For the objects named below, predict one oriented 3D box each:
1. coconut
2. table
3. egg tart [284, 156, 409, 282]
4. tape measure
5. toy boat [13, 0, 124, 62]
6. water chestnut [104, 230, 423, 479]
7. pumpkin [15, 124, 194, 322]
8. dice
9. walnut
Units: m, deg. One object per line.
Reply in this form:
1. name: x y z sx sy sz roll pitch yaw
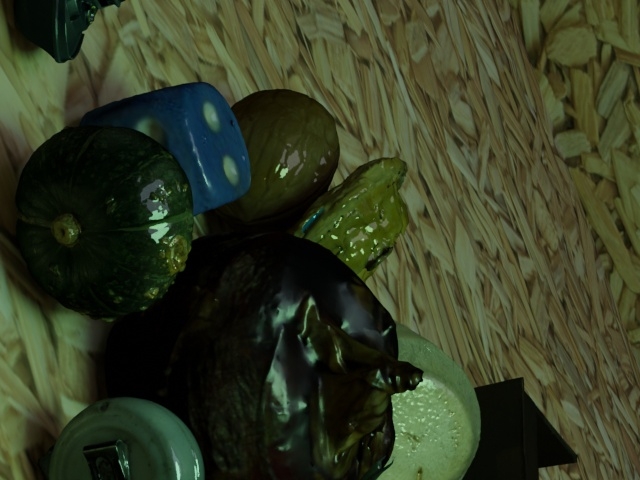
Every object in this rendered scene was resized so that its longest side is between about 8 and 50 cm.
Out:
1. coconut: 0.057 0.213 1.881 0.237 0.237 0.266 66 -13 -21
2. table: 0.264 0.387 2.270 0.282 0.196 0.250 48 35 -47
3. egg tart: 0.018 0.020 1.855 0.107 0.291 0.291 43 22 9
4. tape measure: -0.106 0.205 1.387 0.084 0.330 0.164 -9 83 -69
5. toy boat: -0.256 -0.313 1.619 0.114 0.122 0.296 81 9 -62
6. water chestnut: -0.030 0.150 1.592 0.335 0.347 0.335 18 69 -56
7. pumpkin: -0.208 -0.018 1.476 0.190 0.190 0.146 66 28 -21
8. dice: -0.167 -0.088 1.652 0.143 0.147 0.146 -26 100 -68
9. walnut: -0.061 -0.093 1.874 0.167 0.167 0.207 59 37 -32
